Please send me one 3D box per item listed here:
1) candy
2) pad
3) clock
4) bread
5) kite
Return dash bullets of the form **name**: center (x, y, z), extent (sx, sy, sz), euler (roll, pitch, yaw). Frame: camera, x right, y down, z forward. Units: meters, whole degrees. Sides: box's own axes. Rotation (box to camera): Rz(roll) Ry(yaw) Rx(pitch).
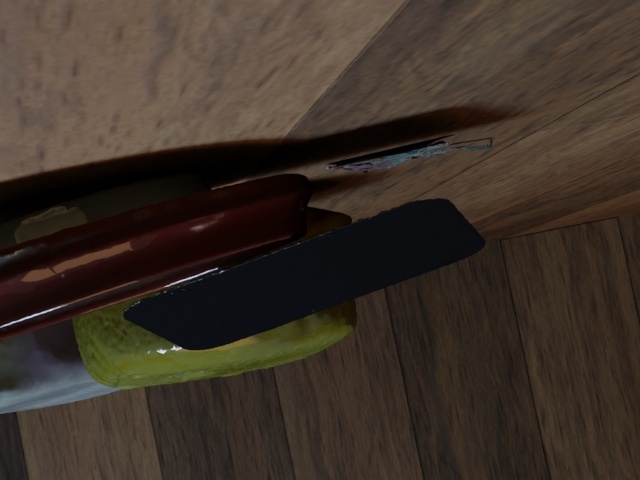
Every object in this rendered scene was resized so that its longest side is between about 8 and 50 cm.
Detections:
- **candy**: center (-0.355, 0.111, 1.804), extent (0.208, 0.145, 0.358), euler (-6, 173, -45)
- **pad**: center (0.008, 0.023, 1.360), extent (0.250, 0.055, 0.323), euler (-20, 179, 12)
- **clock**: center (-0.159, 0.005, 1.253), extent (0.318, 0.080, 0.318), euler (-19, 179, 0)
- **bread**: center (-0.096, 0.045, 1.568), extent (0.270, 0.148, 0.270), euler (-11, 172, -2)
- **kite**: center (0.072, -0.068, 1.419), extent (0.156, 0.011, 0.139), euler (-9, 179, -22)
